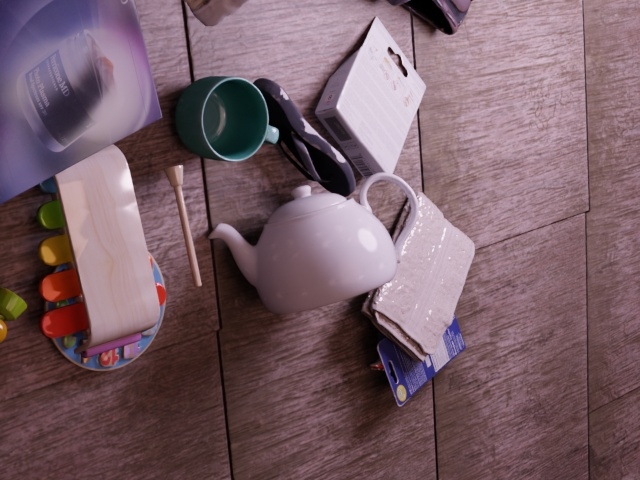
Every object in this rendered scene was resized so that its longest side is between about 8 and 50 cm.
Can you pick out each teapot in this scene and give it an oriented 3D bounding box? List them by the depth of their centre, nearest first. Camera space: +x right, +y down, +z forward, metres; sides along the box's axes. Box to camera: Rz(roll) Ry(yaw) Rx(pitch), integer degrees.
[{"bbox_3d":[0.000,0.000,1.882,0.256,0.252,0.187,-21,97,-51],"label":"teapot"}]

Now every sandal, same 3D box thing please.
[{"bbox_3d":[-0.040,-0.158,1.911,0.254,0.097,0.054,47,65,-25],"label":"sandal"}]

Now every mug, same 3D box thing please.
[{"bbox_3d":[-0.154,-0.180,1.797,0.129,0.097,0.158,-50,126,-24],"label":"mug"}]

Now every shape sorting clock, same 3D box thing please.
[{"bbox_3d":[-0.319,0.094,1.736,0.206,0.040,0.206,-9,103,-41],"label":"shape sorting clock"}]

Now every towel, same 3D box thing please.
[{"bbox_3d":[0.186,0.067,2.133,0.187,0.049,0.282,42,58,-33],"label":"towel"}]

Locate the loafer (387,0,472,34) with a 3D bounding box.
[{"bbox_3d":[0.163,-0.441,2.030,0.302,0.109,0.095,12,94,-45],"label":"loafer"}]

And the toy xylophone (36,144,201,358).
[{"bbox_3d":[-0.298,0.004,1.677,0.236,0.081,0.323,-7,92,-38],"label":"toy xylophone"}]

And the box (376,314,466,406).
[{"bbox_3d":[0.181,0.198,2.174,0.225,0.036,0.136,-35,112,-41],"label":"box"}]

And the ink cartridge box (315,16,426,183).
[{"bbox_3d":[0.092,-0.247,2.049,0.189,0.066,0.232,49,45,-35],"label":"ink cartridge box"}]

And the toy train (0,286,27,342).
[{"bbox_3d":[-0.433,0.123,1.505,0.143,0.248,0.105,-56,128,-25],"label":"toy train"}]

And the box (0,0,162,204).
[{"bbox_3d":[-0.391,-0.246,1.487,0.294,0.182,0.296,-35,131,-33],"label":"box"}]

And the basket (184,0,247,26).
[{"bbox_3d":[-0.115,-0.532,1.549,0.266,0.328,0.331,39,32,-34],"label":"basket"}]

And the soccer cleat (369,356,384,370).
[{"bbox_3d":[0.121,0.223,2.158,0.083,0.029,0.036,-2,90,-44],"label":"soccer cleat"}]
